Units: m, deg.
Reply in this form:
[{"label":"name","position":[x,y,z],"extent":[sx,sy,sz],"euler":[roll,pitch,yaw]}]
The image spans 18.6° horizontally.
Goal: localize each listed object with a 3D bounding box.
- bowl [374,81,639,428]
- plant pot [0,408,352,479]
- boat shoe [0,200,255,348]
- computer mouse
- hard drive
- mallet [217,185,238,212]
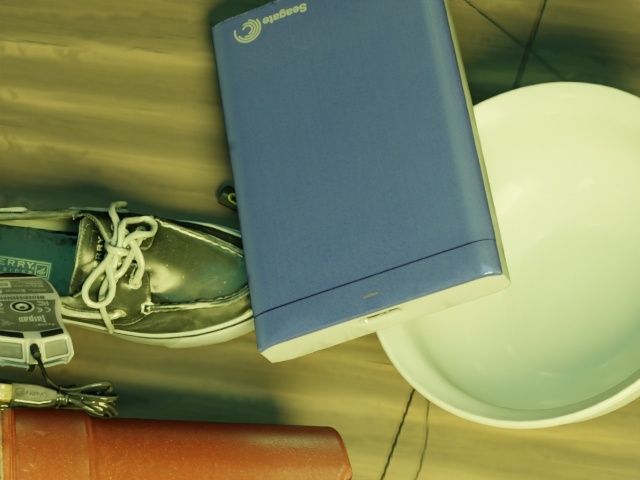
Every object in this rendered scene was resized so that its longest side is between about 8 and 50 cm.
[{"label":"bowl","position":[0.195,0.030,1.598],"extent":[0.298,0.134,0.297],"euler":[-10,63,20]},{"label":"plant pot","position":[-0.112,0.250,1.508],"extent":[0.265,0.272,0.272],"euler":[-2,75,-9]},{"label":"boat shoe","position":[-0.180,0.018,1.636],"extent":[0.306,0.105,0.113],"euler":[9,75,2]},{"label":"computer mouse","position":[-0.224,0.084,1.507],"extent":[0.106,0.193,0.042],"euler":[-1,117,-17]},{"label":"hard drive","position":[0.027,-0.076,1.623],"extent":[0.210,0.040,0.318],"euler":[-19,60,17]},{"label":"mallet","position":[0.000,0.000,1.681],"extent":[0.190,0.039,0.062],"euler":[39,78,13]}]
